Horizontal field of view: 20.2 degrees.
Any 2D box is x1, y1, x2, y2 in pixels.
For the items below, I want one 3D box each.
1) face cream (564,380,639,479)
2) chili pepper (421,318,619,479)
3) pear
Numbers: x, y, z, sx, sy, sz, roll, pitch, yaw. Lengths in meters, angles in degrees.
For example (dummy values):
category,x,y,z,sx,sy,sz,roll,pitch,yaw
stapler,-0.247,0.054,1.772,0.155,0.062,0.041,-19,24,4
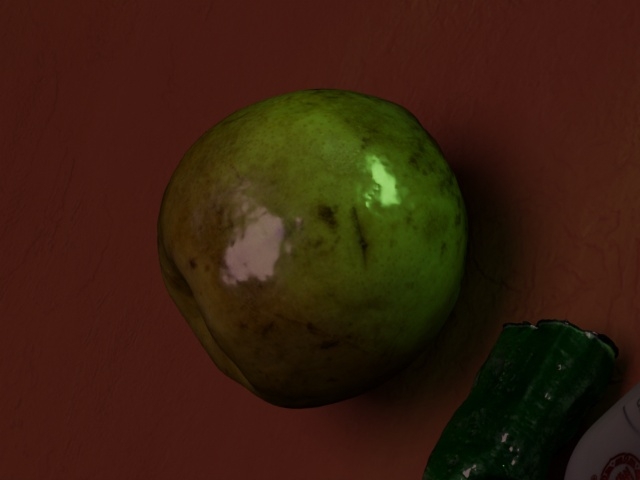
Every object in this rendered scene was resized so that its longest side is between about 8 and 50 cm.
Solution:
category,x,y,z,sx,sy,sz,roll,pitch,yaw
face cream,0.276,0.197,1.464,0.336,0.080,0.163,-47,43,24
chili pepper,0.147,0.196,1.551,0.136,0.099,0.270,10,65,42
pear,0.000,0.000,1.689,0.304,0.304,0.304,-21,60,42
